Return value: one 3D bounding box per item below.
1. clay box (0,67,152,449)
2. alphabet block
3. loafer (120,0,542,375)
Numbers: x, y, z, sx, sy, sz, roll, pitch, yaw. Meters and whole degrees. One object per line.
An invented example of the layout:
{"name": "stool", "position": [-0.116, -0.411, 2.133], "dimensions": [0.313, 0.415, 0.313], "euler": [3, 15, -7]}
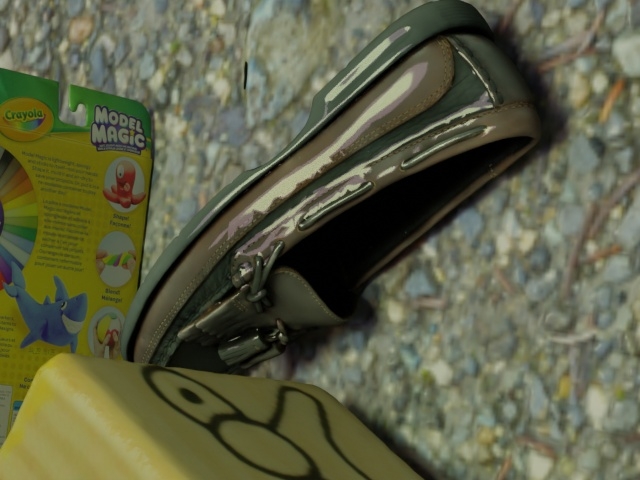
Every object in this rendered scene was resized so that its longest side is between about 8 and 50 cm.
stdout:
{"name": "clay box", "position": [-0.164, 0.022, 1.034], "dimensions": [0.053, 0.127, 0.222], "euler": [1, 83, 42]}
{"name": "alphabet block", "position": [-0.042, 0.186, 0.830], "dimensions": [0.197, 0.192, 0.193], "euler": [39, 107, 41]}
{"name": "loafer", "position": [0.000, 0.000, 0.917], "dimensions": [0.267, 0.096, 0.084], "euler": [-48, 61, 23]}
